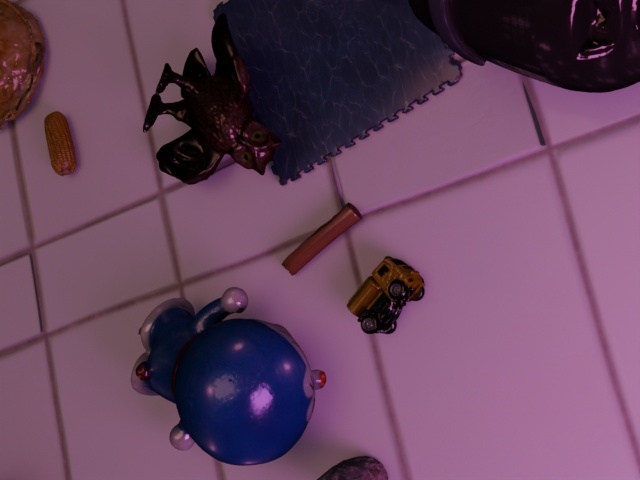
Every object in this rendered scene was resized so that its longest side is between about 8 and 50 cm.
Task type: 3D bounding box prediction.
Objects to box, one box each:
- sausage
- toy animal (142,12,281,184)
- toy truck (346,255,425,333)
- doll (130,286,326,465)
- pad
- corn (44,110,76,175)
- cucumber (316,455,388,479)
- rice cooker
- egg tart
[{"bbox_3d":[0.000,0.000,1.105,0.116,0.026,0.026,-41,67,22],"label":"sausage"},{"bbox_3d":[-0.118,-0.157,1.160,0.179,0.116,0.218,33,119,8],"label":"toy animal"},{"bbox_3d":[0.073,0.058,1.042,0.054,0.049,0.083,48,110,27],"label":"toy truck"},{"bbox_3d":[-0.113,0.160,1.099,0.257,0.161,0.215,23,111,47],"label":"doll"},{"bbox_3d":[0.009,-0.237,1.130,0.269,0.012,0.269,-31,70,25],"label":"pad"},{"bbox_3d":[-0.364,-0.136,1.329,0.037,0.037,0.092,-25,71,27],"label":"corn"},{"bbox_3d":[0.028,0.265,1.015,0.064,0.112,0.064,-1,88,24],"label":"cucumber"},{"bbox_3d":[0.223,-0.265,0.868,0.224,0.267,0.267,27,99,34],"label":"rice cooker"},{"bbox_3d":[-0.502,-0.263,1.398,0.213,0.090,0.212,-1,88,29],"label":"egg tart"}]
